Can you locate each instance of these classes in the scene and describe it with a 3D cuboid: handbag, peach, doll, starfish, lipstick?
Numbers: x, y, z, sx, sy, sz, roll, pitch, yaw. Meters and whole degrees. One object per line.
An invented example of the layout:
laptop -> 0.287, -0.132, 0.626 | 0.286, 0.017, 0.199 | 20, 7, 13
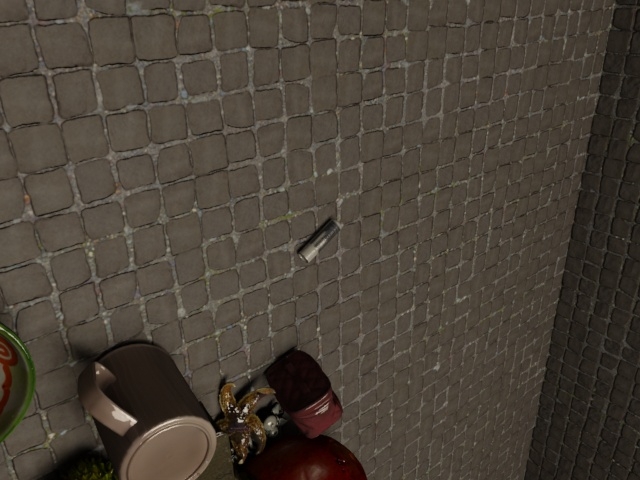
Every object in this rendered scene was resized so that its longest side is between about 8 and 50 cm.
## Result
handbag -> -0.045, 0.415, 1.501 | 0.146, 0.225, 0.135 | -33, 125, -11
peach -> -0.054, 0.723, 1.559 | 0.417, 0.339, 0.353 | 15, 98, -49
doll -> -0.182, 0.549, 1.552 | 0.219, 0.067, 0.091 | -34, 122, -28
starfish -> -0.212, 0.477, 1.469 | 0.216, 0.071, 0.238 | -29, 113, -17
lipstick -> 0.000, 0.000, 1.482 | 0.141, 0.040, 0.040 | -45, 132, -17

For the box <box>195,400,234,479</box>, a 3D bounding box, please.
box -> -0.322, 0.566, 1.334 | 0.184, 0.143, 0.273 | -17, 117, -29

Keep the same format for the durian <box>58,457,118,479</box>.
durian -> -0.489, 0.625, 1.191 | 0.291, 0.225, 0.291 | -4, 100, -25

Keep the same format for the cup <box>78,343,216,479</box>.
cup -> -0.369, 0.350, 1.149 | 0.208, 0.273, 0.288 | -23, 125, -25

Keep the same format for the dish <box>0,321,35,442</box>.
dish -> -0.676, 0.237, 0.933 | 0.324, 0.124, 0.324 | -14, 116, -29
